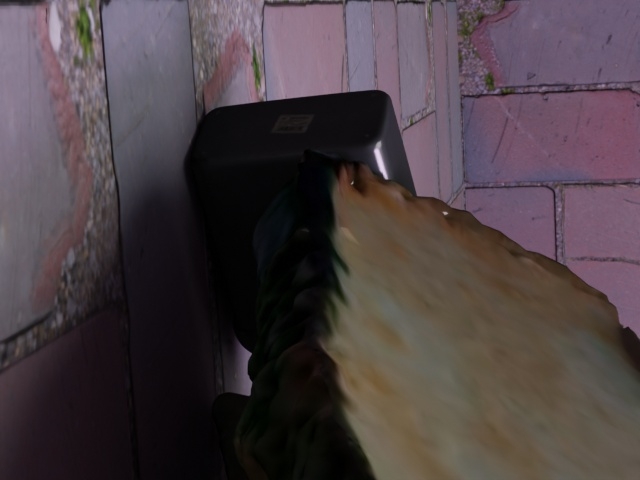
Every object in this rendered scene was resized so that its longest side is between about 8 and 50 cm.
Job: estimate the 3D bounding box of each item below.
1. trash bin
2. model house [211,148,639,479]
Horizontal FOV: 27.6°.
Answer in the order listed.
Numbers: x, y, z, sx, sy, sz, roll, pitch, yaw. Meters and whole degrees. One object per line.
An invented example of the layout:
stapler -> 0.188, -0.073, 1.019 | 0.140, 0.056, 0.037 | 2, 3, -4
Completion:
trash bin -> 0.000, 0.000, 1.078 | 0.101, 0.176, 0.236 | -76, 156, -49
model house -> 0.042, 0.233, 0.889 | 0.400, 0.395, 0.445 | -57, -154, 23
